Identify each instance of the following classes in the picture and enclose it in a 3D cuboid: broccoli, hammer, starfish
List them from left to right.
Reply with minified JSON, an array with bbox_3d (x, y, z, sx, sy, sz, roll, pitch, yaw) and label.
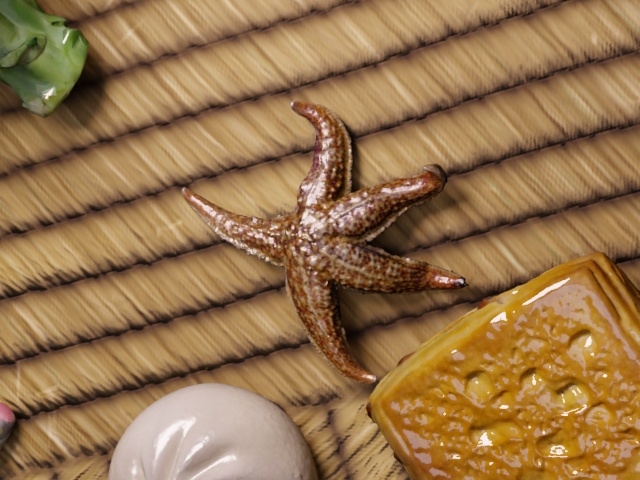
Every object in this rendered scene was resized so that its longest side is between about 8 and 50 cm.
[{"bbox_3d":[-0.291,-0.198,1.306,0.254,0.269,0.269,-42,88,22],"label":"broccoli"},{"bbox_3d":[-0.297,0.145,1.459,0.083,0.031,0.052,37,104,17],"label":"hammer"},{"bbox_3d":[-0.001,0.000,1.341,0.238,0.057,0.213,7,94,13],"label":"starfish"}]

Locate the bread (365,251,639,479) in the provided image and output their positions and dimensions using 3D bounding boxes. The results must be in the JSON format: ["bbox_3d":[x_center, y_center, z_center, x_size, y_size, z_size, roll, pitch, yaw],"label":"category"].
[{"bbox_3d":[0.175,0.136,1.299,0.235,0.099,0.210,-37,87,23],"label":"bread"}]

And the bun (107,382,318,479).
[{"bbox_3d":[-0.088,0.202,1.366,0.172,0.120,0.173,2,100,12],"label":"bun"}]
